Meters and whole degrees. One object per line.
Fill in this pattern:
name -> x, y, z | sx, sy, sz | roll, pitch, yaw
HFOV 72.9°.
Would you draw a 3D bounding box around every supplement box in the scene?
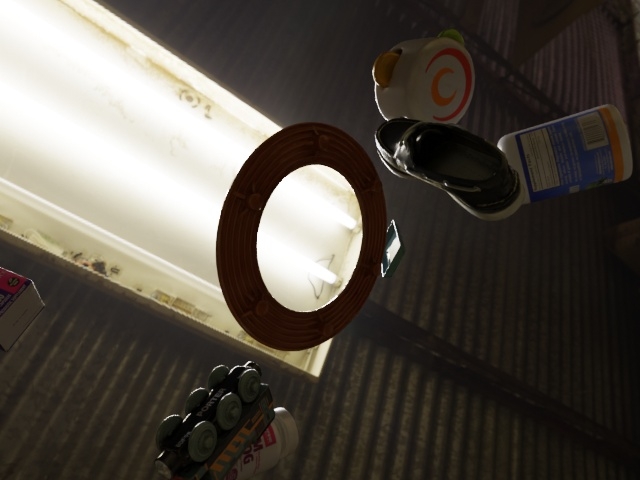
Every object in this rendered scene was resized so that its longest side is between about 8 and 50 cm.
supplement box -> -0.664, 0.100, 0.809 | 0.219, 0.114, 0.111 | 23, -129, -3

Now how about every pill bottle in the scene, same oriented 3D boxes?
pill bottle -> 0.455, -0.160, 0.885 | 0.152, 0.271, 0.153 | 38, -136, -51
pill bottle -> -0.210, 0.572, 1.204 | 0.282, 0.160, 0.161 | -2, -112, -43

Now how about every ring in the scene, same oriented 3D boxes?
ring -> 0.000, 0.000, 0.636 | 0.336, 0.032, 0.337 | -9, -77, -43

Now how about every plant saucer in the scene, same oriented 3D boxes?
plant saucer -> 0.139, 0.014, 0.843 | 0.018, 0.067, 0.192 | 25, -163, -3

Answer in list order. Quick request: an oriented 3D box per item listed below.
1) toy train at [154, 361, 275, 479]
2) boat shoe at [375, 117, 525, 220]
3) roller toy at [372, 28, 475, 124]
toy train -> -0.230, 0.432, 0.999 | 0.334, 0.142, 0.191 | -42, -58, -55
boat shoe -> 0.182, -0.142, 0.681 | 0.114, 0.302, 0.091 | -51, -45, -1
roller toy -> 0.221, -0.337, 0.950 | 0.209, 0.146, 0.191 | -31, -58, -19
